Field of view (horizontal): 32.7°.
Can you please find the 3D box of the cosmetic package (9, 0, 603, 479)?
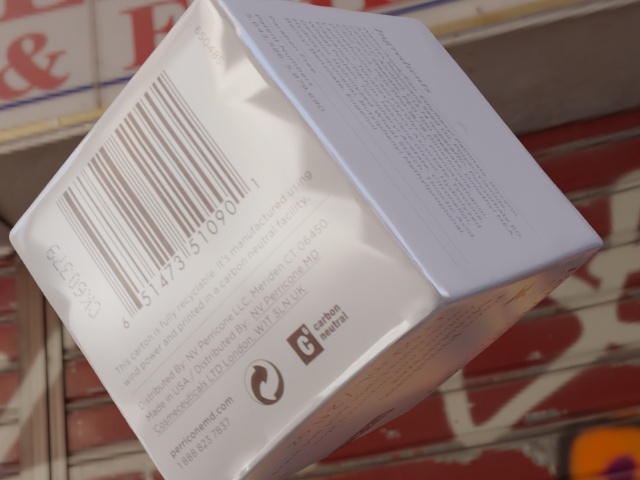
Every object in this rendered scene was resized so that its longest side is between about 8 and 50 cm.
[{"bbox_3d":[0.000,0.000,0.487,0.151,0.151,0.184,-45,-17,28],"label":"cosmetic package"}]
